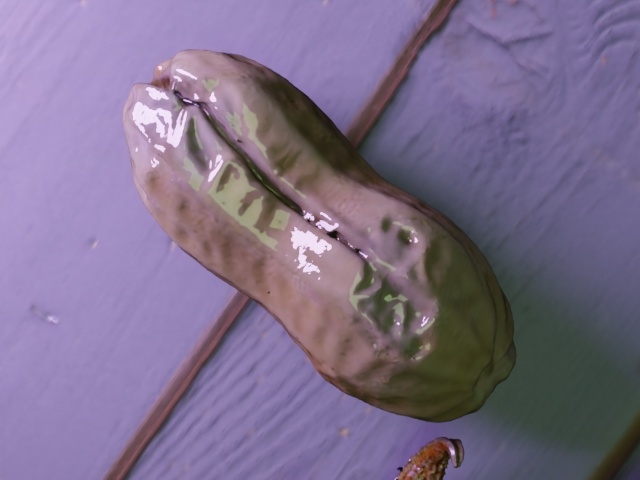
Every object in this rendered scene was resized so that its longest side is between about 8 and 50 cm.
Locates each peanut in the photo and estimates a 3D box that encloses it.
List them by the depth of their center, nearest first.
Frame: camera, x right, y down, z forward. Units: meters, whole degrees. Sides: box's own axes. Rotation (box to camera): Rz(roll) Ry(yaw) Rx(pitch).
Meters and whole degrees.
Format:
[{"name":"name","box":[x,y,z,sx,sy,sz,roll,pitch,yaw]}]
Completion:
[{"name":"peanut","box":[0.000,0.000,0.486,0.290,0.130,0.130,40,93,-1]}]

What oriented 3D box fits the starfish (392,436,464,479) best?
[{"name":"starfish","box":[0.042,0.213,0.527,0.146,0.074,0.190,12,94,-3]}]
